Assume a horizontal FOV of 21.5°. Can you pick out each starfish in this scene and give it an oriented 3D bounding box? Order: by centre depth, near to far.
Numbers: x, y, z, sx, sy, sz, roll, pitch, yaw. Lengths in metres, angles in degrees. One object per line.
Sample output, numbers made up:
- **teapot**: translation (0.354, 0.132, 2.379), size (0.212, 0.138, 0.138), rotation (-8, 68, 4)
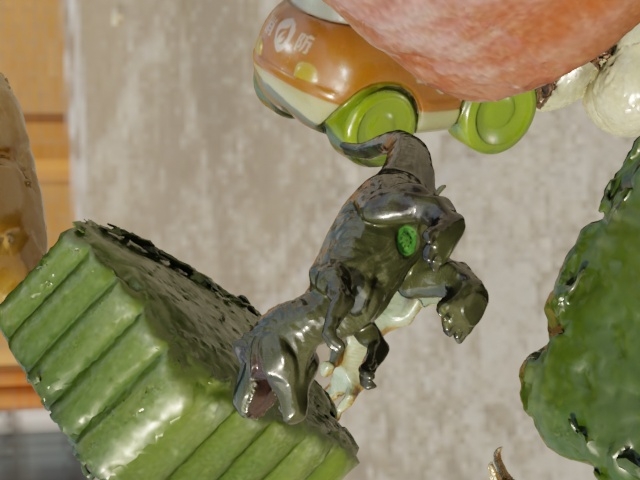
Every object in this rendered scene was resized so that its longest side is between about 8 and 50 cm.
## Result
- **starfish**: translation (0.206, 0.278, 1.667), size (0.130, 0.041, 0.133), rotation (58, 171, 34)

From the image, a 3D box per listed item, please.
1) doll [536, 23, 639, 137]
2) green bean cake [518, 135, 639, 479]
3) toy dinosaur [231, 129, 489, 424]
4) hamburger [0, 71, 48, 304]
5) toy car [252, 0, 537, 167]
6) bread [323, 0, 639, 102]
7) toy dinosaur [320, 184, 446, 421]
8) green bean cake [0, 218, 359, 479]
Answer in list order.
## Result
- **doll**: translation (0.215, -0.183, 1.427), size (0.149, 0.278, 0.175), rotation (-74, 10, -45)
- **green bean cake**: translation (0.313, 0.052, 0.904), size (0.319, 0.218, 0.335), rotation (37, 108, 33)
- **toy dinosaur**: translation (0.000, 0.000, 0.914), size (0.179, 0.187, 0.087), rotation (35, 155, 42)
- **hamburger**: translation (-0.355, -0.049, 1.266), size (0.158, 0.318, 0.318), rotation (-40, 49, 37)
- **toy car**: translation (0.064, -0.183, 1.287), size (0.145, 0.235, 0.235), rotation (36, 127, 49)
- **bread**: translation (0.093, -0.180, 0.748), size (0.244, 0.123, 0.190), rotation (-35, 41, 30)
- **toy dinosaur**: translation (0.052, 0.065, 1.424), size (0.212, 0.057, 0.142), rotation (-53, -2, -19)
- **green bean cake**: translation (-0.094, 0.096, 1.131), size (0.113, 0.214, 0.200), rotation (-50, 52, 8)
